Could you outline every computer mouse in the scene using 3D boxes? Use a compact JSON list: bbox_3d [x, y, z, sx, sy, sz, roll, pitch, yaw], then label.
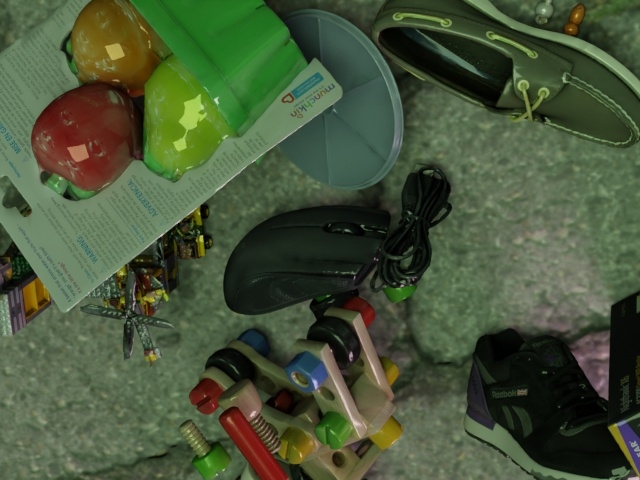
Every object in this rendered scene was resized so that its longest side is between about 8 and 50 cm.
[{"bbox_3d":[0.000,0.000,1.757,0.272,0.188,0.072,-18,120,28],"label":"computer mouse"}]

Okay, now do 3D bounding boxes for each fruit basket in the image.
[{"bbox_3d":[-0.195,-0.136,1.695,0.353,0.165,0.327,-42,57,2],"label":"fruit basket"}]

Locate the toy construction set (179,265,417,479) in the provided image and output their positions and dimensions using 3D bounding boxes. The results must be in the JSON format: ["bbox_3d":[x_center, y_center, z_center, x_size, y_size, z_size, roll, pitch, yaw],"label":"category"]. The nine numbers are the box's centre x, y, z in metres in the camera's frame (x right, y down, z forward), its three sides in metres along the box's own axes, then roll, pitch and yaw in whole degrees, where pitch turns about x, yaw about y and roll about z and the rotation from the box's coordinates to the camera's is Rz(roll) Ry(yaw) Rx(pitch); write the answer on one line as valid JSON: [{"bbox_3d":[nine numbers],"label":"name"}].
[{"bbox_3d":[0.000,0.211,1.752,0.257,0.309,0.237,-29,102,27],"label":"toy construction set"}]

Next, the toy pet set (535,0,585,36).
[{"bbox_3d":[0.215,-0.258,1.680,0.122,0.065,0.114,23,109,5],"label":"toy pet set"}]

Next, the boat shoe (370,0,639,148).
[{"bbox_3d":[0.195,-0.169,1.677,0.305,0.091,0.109,29,145,7],"label":"boat shoe"}]

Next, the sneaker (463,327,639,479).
[{"bbox_3d":[0.237,0.167,1.701,0.107,0.283,0.124,-7,104,-29],"label":"sneaker"}]

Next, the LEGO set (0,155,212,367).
[{"bbox_3d":[-0.302,-0.007,1.803,0.331,0.192,0.255,7,107,11],"label":"LEGO set"}]

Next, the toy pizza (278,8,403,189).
[{"bbox_3d":[0.013,-0.150,1.742,0.201,0.032,0.201,22,126,34],"label":"toy pizza"}]

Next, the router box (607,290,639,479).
[{"bbox_3d":[0.405,0.095,1.606,0.243,0.309,0.081,-30,102,18],"label":"router box"}]

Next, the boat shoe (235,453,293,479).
[{"bbox_3d":[0.028,0.376,1.879,0.324,0.116,0.097,36,115,5],"label":"boat shoe"}]
